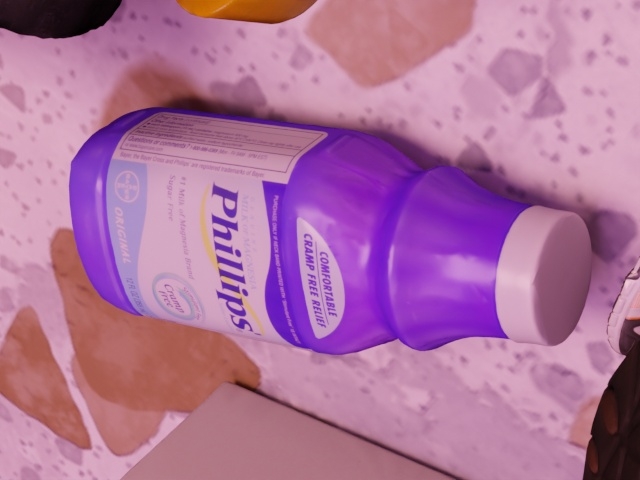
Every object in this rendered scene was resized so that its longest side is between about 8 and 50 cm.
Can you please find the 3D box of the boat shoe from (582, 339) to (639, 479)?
[{"bbox_3d":[0.204,0.074,0.765,0.120,0.122,0.324,7,126,-8],"label":"boat shoe"}]

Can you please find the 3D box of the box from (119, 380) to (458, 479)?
[{"bbox_3d":[0.039,0.216,0.987,0.311,0.121,0.148,19,128,27],"label":"box"}]

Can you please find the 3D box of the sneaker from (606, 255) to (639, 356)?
[{"bbox_3d":[0.169,0.019,0.819,0.044,0.040,0.109,28,132,16],"label":"sneaker"}]

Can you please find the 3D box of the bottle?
[{"bbox_3d":[0.000,0.000,0.898,0.283,0.092,0.118,10,122,32],"label":"bottle"}]

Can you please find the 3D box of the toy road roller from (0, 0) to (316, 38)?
[{"bbox_3d":[-0.047,-0.241,0.743,0.202,0.241,0.329,-53,44,44],"label":"toy road roller"}]
